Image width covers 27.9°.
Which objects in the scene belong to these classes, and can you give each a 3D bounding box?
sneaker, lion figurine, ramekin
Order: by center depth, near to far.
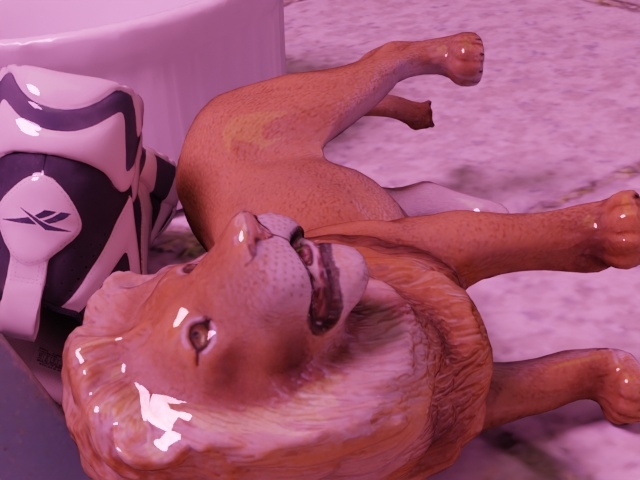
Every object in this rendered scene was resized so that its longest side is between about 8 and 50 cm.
[{"bbox_3d":[0.000,0.000,0.603,0.240,0.142,0.392,-6,20,-10],"label":"lion figurine"},{"bbox_3d":[-0.129,0.017,0.661,0.094,0.153,0.235,12,-11,-6],"label":"sneaker"},{"bbox_3d":[-0.152,-0.116,0.877,0.277,0.135,0.277,-6,26,3],"label":"ramekin"}]

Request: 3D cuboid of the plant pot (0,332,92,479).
[{"bbox_3d":[-0.284,0.049,0.474,0.252,0.248,0.247,-43,39,-19],"label":"plant pot"}]
